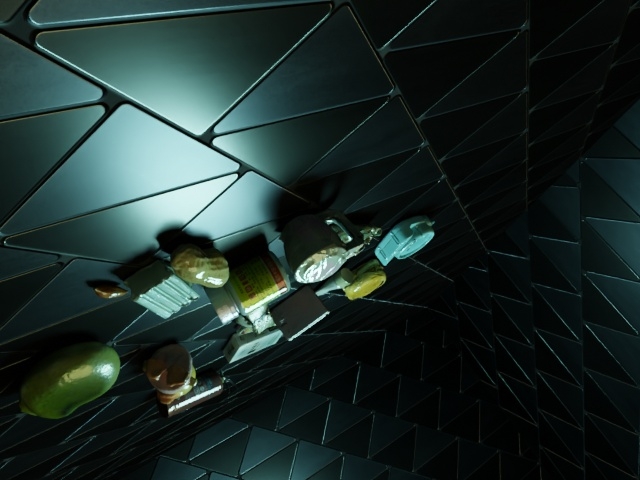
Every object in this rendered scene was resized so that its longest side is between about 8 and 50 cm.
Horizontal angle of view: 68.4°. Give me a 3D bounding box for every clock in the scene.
[{"bbox_3d":[0.374,-0.010,1.968,0.274,0.094,0.223,-17,154,-35],"label":"clock"}]

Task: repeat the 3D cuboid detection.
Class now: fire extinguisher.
[{"bbox_3d":[-0.530,0.659,2.050,0.337,0.135,0.114,-15,157,-42],"label":"fire extinguisher"}]

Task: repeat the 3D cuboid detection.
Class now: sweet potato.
[{"bbox_3d":[-0.486,0.119,1.087,0.034,0.034,0.095,-40,155,14],"label":"sweet potato"}]

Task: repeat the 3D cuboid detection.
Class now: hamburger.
[{"bbox_3d":[0.192,0.175,2.097,0.214,0.108,0.214,-24,158,-10],"label":"hamburger"}]

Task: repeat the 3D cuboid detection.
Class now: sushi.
[{"bbox_3d":[-0.222,0.241,1.624,0.134,0.109,0.273,-24,156,-27],"label":"sushi"}]

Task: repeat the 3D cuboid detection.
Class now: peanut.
[{"bbox_3d":[-0.295,0.063,1.166,0.098,0.090,0.214,-44,158,6],"label":"peanut"}]

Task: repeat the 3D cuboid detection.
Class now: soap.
[{"bbox_3d":[-0.395,0.125,1.189,0.114,0.063,0.198,-32,159,-9],"label":"soap"}]

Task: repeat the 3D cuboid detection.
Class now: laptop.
[{"bbox_3d":[-0.088,0.287,1.883,0.207,0.154,0.026,-37,-174,6],"label":"laptop"}]

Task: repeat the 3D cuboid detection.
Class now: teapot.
[{"bbox_3d":[-0.007,-0.003,1.335,0.221,0.178,0.163,-36,152,10],"label":"teapot"}]

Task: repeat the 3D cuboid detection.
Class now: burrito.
[{"bbox_3d":[0.093,-0.020,1.579,0.309,0.066,0.096,-5,147,-47],"label":"burrito"}]

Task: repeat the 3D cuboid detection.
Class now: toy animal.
[{"bbox_3d":[-0.514,0.463,1.634,0.281,0.195,0.169,108,3,-53],"label":"toy animal"}]

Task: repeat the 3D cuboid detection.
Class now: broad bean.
[{"bbox_3d":[-0.668,0.373,1.259,0.291,0.119,0.238,-46,147,22],"label":"broad bean"}]

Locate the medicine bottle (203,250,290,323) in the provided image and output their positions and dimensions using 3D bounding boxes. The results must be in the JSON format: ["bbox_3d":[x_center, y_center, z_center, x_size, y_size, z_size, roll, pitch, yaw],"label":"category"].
[{"bbox_3d":[-0.212,0.137,1.376,0.225,0.139,0.139,-28,158,-13],"label":"medicine bottle"}]

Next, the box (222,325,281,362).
[{"bbox_3d":[-0.276,0.417,1.988,0.243,0.067,0.155,-15,150,-41],"label":"box"}]

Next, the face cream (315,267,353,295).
[{"bbox_3d":[0.039,0.192,1.988,0.114,0.070,0.224,-9,160,-46],"label":"face cream"}]

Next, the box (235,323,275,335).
[{"bbox_3d":[-0.247,0.334,1.886,0.207,0.041,0.050,-5,142,-52],"label":"box"}]
